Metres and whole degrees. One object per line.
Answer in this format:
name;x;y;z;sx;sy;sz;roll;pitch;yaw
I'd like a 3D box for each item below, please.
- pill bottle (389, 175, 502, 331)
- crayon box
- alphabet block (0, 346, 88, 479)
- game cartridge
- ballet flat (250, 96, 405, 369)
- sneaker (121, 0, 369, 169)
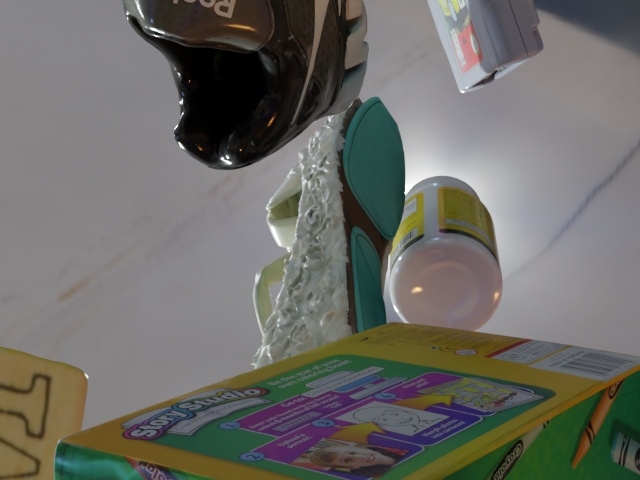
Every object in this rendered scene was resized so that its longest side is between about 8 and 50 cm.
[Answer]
pill bottle;0.136;0.010;1.464;0.119;0.119;0.208;11;-156;-1
crayon box;0.030;0.112;0.646;0.165;0.081;0.278;6;-168;36
alphabet block;-0.302;0.180;0.947;0.193;0.192;0.197;22;-118;-36
game cartridge;0.160;-0.269;1.424;0.060;0.196;0.294;-15;180;-3
ballet flat;0.000;0.000;1.303;0.147;0.147;0.409;10;-139;-2
sneaker;-0.030;-0.123;0.496;0.078;0.234;0.106;16;-137;22
